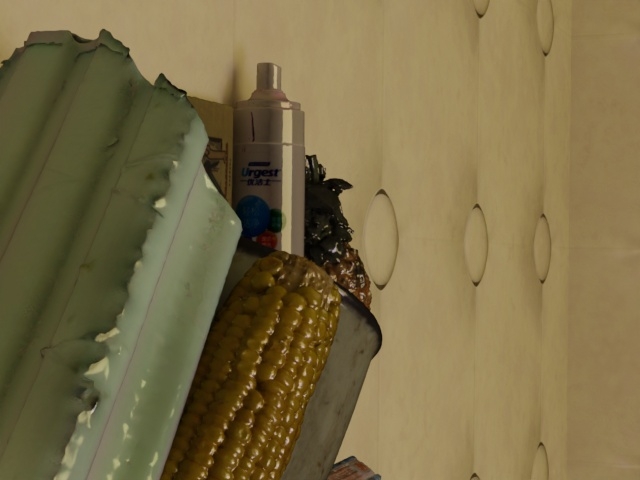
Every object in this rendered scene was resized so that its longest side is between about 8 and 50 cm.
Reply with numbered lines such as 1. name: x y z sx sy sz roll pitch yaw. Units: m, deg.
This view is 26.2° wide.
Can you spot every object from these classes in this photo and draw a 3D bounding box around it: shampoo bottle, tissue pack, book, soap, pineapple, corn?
1. shampoo bottle: -0.062 -0.056 1.619 0.092 0.092 0.303 1 90 -67
2. tissue pack: 0.007 0.350 1.772 0.115 0.065 0.155 -60 160 16
3. book: -0.156 -0.080 1.485 0.231 0.026 0.161 2 89 -66
4. soap: -0.219 0.046 1.042 0.156 0.261 0.446 61 36 -48
5. pineapple: 0.000 0.000 1.735 0.111 0.119 0.237 -78 156 -57
6. corn: -0.077 0.154 1.073 0.322 0.119 0.119 -61 146 -26

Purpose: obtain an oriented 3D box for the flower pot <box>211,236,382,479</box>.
1. flower pot: -0.130 0.185 1.252 0.293 0.293 0.330 57 47 -52
